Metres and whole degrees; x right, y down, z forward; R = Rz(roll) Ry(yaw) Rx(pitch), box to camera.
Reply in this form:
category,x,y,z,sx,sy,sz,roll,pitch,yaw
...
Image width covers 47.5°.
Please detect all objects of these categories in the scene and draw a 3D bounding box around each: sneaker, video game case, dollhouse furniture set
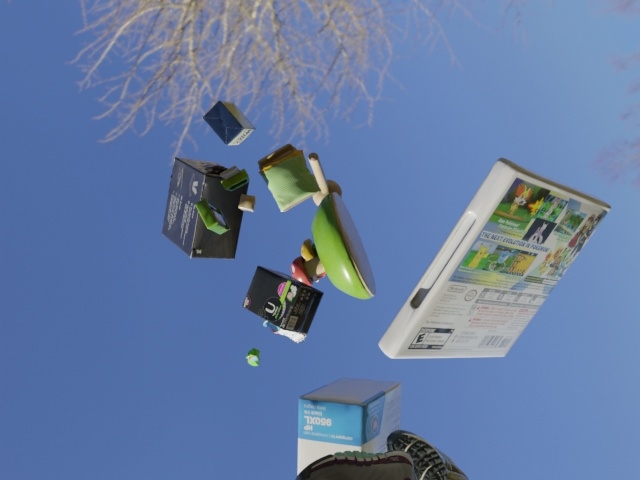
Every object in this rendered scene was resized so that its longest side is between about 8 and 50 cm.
category,x,y,z,sx,sy,sz,roll,pitch,yaw
sneaker,0.071,0.397,1.170,0.224,0.083,0.098,2,-142,-29
video game case,0.260,0.044,1.044,0.329,0.300,0.036,10,-153,-48
sneaker,0.222,0.486,1.558,0.110,0.122,0.283,-43,-64,3
dollhouse furniture set,-0.082,-0.066,0.934,0.076,0.152,0.058,62,-177,12

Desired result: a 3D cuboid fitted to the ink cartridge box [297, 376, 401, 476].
category,x,y,z,sx,sy,sz,roll,pitch,yaw
ink cartridge box,0.072,0.539,1.686,0.285,0.166,0.394,3,-92,-68

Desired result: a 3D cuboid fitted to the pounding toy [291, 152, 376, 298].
category,x,y,z,sx,sy,sz,roll,pitch,yaw
pounding toy,0.000,0.000,1.202,0.183,0.110,0.237,41,-151,-70

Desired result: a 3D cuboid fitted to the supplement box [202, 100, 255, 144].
category,x,y,z,sx,sy,sz,roll,pitch,yaw
supplement box,-0.201,-0.259,1.609,0.083,0.056,0.083,50,-164,3

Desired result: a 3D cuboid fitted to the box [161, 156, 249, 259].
category,x,y,z,sx,sy,sz,roll,pitch,yaw
box,-0.217,-0.061,1.357,0.093,0.158,0.156,4,-75,-33

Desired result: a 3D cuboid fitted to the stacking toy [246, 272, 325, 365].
category,x,y,z,sx,sy,sz,roll,pitch,yaw
stacking toy,-0.071,0.152,1.476,0.052,0.221,0.167,30,-129,-14

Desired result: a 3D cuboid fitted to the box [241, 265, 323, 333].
category,x,y,z,sx,sy,sz,roll,pitch,yaw
box,-0.050,0.078,0.955,0.052,0.083,0.062,20,-87,-51
